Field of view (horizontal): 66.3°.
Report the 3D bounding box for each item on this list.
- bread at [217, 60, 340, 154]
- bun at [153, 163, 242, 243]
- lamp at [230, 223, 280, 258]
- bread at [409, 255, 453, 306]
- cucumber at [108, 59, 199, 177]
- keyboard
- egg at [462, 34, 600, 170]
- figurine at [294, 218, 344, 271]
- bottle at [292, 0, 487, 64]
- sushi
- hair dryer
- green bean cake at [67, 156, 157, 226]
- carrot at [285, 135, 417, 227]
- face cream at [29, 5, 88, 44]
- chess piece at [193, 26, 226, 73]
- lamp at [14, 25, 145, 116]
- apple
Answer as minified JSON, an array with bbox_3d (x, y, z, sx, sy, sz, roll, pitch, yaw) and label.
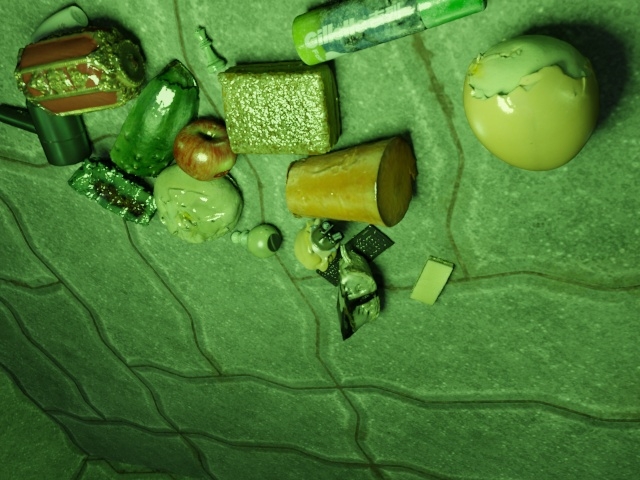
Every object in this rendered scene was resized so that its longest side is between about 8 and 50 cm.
[{"bbox_3d":[-0.082,-0.275,1.031,0.234,0.110,0.184,5,127,17],"label":"bread"},{"bbox_3d":[-0.326,-0.087,1.269,0.239,0.141,0.239,10,133,11],"label":"bun"},{"bbox_3d":[-0.184,-0.001,1.329,0.163,0.091,0.091,6,132,37],"label":"lamp"},{"bbox_3d":[0.280,0.104,1.247,0.068,0.028,0.153,20,132,7],"label":"bread"},{"bbox_3d":[-0.392,-0.272,1.174,0.145,0.105,0.325,39,130,-11],"label":"cucumber"},{"bbox_3d":[0.081,0.044,1.290,0.087,0.017,0.250,38,133,-12],"label":"keyboard"},{"bbox_3d":[0.354,-0.222,0.821,0.201,0.201,0.244,-16,130,33],"label":"egg"},{"bbox_3d":[0.000,0.000,1.200,0.114,0.108,0.196,38,154,-1],"label":"figurine"},{"bbox_3d":[0.112,-0.394,0.851,0.330,0.093,0.093,-7,125,28],"label":"bottle"},{"bbox_3d":[0.102,0.120,1.279,0.109,0.134,0.273,-4,119,-5],"label":"sushi"},{"bbox_3d":[-0.757,-0.346,1.275,0.302,0.116,0.244,16,131,20],"label":"hair dryer"},{"bbox_3d":[-0.528,-0.126,1.293,0.208,0.193,0.107,38,88,-10],"label":"green bean cake"},{"bbox_3d":[0.056,-0.130,1.061,0.254,0.196,0.196,6,131,32],"label":"carrot"},{"bbox_3d":[-0.603,-0.472,1.125,0.182,0.051,0.072,-17,123,32],"label":"face cream"},{"bbox_3d":[-0.238,-0.404,1.036,0.042,0.042,0.093,-12,115,31],"label":"chess piece"},{"bbox_3d":[-0.527,-0.371,1.084,0.274,0.177,0.177,-6,126,15],"label":"lamp"},{"bbox_3d":[-0.270,-0.208,1.147,0.146,0.146,0.131,30,139,-3],"label":"apple"}]
